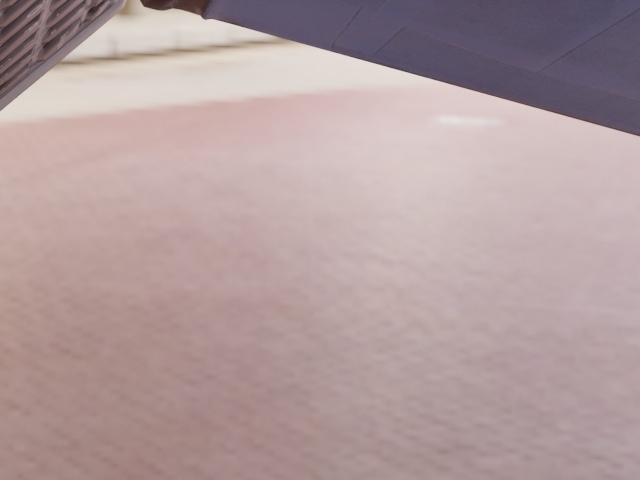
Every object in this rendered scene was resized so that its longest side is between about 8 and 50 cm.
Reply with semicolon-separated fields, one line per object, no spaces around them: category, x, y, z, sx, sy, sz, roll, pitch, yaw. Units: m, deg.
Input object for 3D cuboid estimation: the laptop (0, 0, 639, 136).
laptop;0.000;0.000;0.469;0.408;0.236;0.382;-42;3;-13
